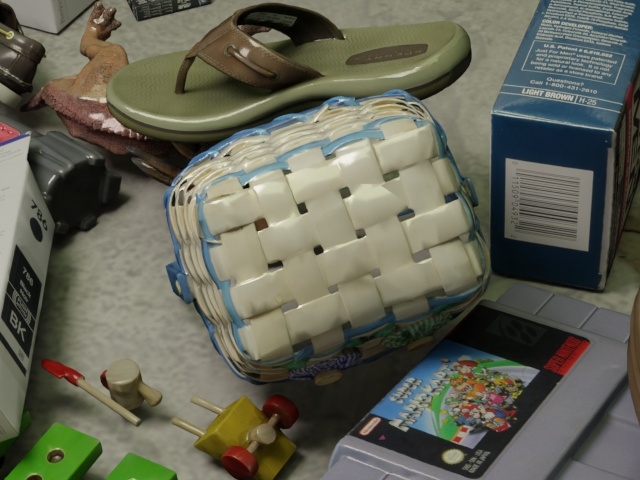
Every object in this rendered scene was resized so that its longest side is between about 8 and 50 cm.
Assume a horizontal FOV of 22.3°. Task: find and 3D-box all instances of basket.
[{"bbox_3d":[0.000,0.000,1.250,0.255,0.201,0.289,-20,8,-1],"label":"basket"}]

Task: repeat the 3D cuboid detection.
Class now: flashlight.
[{"bbox_3d":[-0.333,-0.094,1.485,0.304,0.103,0.103,27,76,30],"label":"flashlight"}]

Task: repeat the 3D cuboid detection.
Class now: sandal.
[{"bbox_3d":[-0.030,-0.154,1.317,0.303,0.086,0.120,-9,36,13],"label":"sandal"}]

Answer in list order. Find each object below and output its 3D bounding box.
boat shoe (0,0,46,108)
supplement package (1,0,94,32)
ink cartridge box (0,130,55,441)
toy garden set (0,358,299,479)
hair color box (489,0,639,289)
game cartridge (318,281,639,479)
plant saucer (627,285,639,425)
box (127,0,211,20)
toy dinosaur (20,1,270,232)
[{"bbox_3d":[-0.322,-0.201,1.591,0.068,0.081,0.228,-52,37,6],"label":"boat shoe"},{"bbox_3d":[-0.278,-0.317,1.730,0.105,0.105,0.179,18,46,24],"label":"supplement package"},{"bbox_3d":[-0.305,0.049,1.297,0.165,0.065,0.332,-19,36,13],"label":"ink cartridge box"},{"bbox_3d":[-0.152,0.171,1.201,0.244,0.049,0.204,18,48,25],"label":"toy garden set"},{"bbox_3d":[0.239,-0.137,1.419,0.105,0.174,0.347,10,43,16],"label":"hair color box"},{"bbox_3d":[0.161,0.141,1.128,0.230,0.068,0.355,21,31,22],"label":"game cartridge"},{"bbox_3d":[0.304,0.129,1.098,0.278,0.041,0.278,27,42,-27],"label":"plant saucer"},{"bbox_3d":[-0.165,-0.267,1.726,0.083,0.018,0.067,-16,42,-13],"label":"box"},{"bbox_3d":[-0.158,-0.112,1.461,0.296,0.127,0.200,8,41,12],"label":"toy dinosaur"}]
